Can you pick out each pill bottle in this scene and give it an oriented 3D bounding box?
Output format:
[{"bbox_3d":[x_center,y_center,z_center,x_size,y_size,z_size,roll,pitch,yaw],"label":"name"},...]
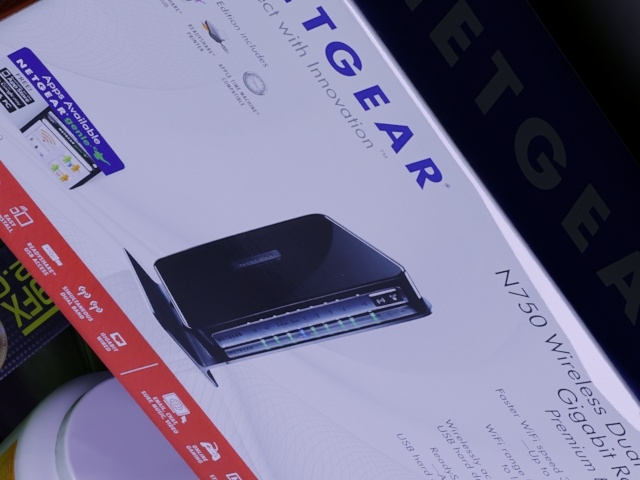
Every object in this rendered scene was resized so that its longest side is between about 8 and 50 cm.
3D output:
[{"bbox_3d":[-0.156,0.169,1.385,0.136,0.136,0.246,49,155,0],"label":"pill bottle"}]

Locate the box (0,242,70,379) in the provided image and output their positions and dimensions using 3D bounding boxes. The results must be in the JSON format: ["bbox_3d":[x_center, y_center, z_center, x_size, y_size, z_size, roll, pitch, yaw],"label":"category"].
[{"bbox_3d":[-0.202,0.051,1.145,0.060,0.270,0.216,53,154,-5],"label":"box"}]

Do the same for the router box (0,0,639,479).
[{"bbox_3d":[0.000,0.000,0.876,0.301,0.082,0.335,-17,116,49],"label":"router box"}]
